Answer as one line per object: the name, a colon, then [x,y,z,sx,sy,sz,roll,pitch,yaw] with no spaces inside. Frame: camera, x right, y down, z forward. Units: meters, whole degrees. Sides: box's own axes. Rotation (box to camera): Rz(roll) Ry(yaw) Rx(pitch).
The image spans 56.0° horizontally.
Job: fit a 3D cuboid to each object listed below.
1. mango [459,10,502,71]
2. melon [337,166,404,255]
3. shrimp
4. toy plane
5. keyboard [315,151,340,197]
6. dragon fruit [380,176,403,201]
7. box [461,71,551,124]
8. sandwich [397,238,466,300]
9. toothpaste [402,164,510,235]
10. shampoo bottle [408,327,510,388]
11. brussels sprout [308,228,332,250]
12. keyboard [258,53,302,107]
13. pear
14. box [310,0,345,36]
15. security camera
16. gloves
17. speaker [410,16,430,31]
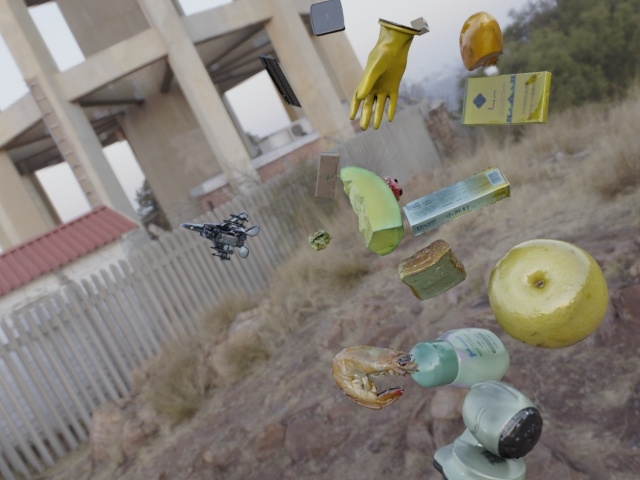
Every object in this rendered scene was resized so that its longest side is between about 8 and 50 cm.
mango: [0.523,-0.650,1.962,0.126,0.154,0.252,-21,-20,3]
melon: [0.170,-0.123,2.013,0.124,0.324,0.196,-8,-31,-22]
shrimp: [0.110,0.270,1.186,0.053,0.133,0.236,-6,-7,-45]
toy plane: [-0.298,-0.018,1.771,0.246,0.078,0.169,12,-69,-49]
keyboard: [0.019,-0.170,1.577,0.055,0.017,0.166,4,-37,-3]
dragon fruit: [0.250,-0.178,2.360,0.136,0.133,0.166,-12,-13,-25]
box: [0.580,-0.443,1.899,0.278,0.153,0.040,9,7,44]
sandwich: [0.421,0.119,2.268,0.226,0.251,0.087,-27,52,15]
toothpaste: [0.404,-0.118,1.800,0.312,0.089,0.071,-23,-33,6]
shampoo bottle: [0.435,0.387,1.952,0.349,0.222,0.151,-1,-48,-32]
brussels sprout: [0.000,0.000,1.970,0.085,0.085,0.058,-26,45,7]
keyboard: [-0.110,-0.440,1.672,0.063,0.198,0.010,23,72,31]
pear: [0.675,0.159,1.799,0.348,0.349,0.348,-26,8,4]
box: [0.026,-0.834,2.253,0.125,0.126,0.027,-10,-3,9]
security camera: [0.401,0.457,1.383,0.196,0.278,0.191,1,18,-30]
gloves: [0.170,-0.436,1.630,0.132,0.295,0.116,13,23,-11]
speaker: [0.348,-0.742,2.087,0.046,0.040,0.191,-19,9,19]
